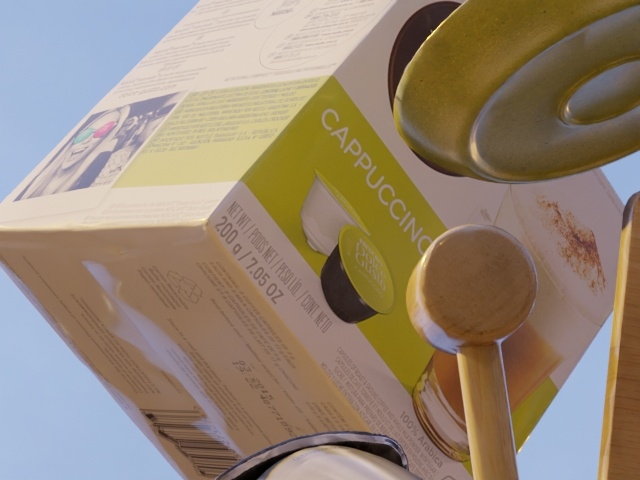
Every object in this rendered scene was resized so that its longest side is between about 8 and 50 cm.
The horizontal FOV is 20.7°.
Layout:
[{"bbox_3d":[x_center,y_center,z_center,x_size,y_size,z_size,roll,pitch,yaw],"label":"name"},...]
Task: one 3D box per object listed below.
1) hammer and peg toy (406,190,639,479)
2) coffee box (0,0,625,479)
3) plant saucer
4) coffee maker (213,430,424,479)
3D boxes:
[{"bbox_3d":[0.214,0.111,0.891,0.361,0.266,0.127,6,-6,-4],"label":"hammer and peg toy"},{"bbox_3d":[0.000,0.000,1.456,0.338,0.334,0.337,-3,-49,51],"label":"coffee box"},{"bbox_3d":[0.160,-0.097,0.995,0.241,0.037,0.241,-18,-24,-9],"label":"plant saucer"},{"bbox_3d":[0.046,0.163,0.643,0.171,0.120,0.178,61,-20,-17],"label":"coffee maker"}]
